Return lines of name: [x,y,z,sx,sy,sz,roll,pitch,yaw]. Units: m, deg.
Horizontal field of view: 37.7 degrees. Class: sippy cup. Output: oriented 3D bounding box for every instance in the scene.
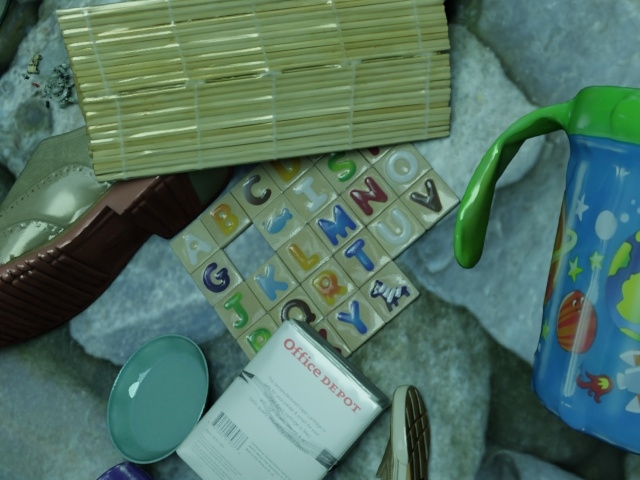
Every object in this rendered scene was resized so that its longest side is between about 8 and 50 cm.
sippy cup: [0.256,0.034,0.646,0.305,0.240,0.224,27,102,61]

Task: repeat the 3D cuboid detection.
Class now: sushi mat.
sushi mat: [-0.047,-0.138,0.784,0.316,0.019,0.152,-8,113,-5]

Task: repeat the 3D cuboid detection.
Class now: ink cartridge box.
ink cartridge box: [-0.029,0.156,0.789,0.109,0.063,0.150,42,95,15]

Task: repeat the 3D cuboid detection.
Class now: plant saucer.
plant saucer: [-0.142,0.144,0.846,0.119,0.021,0.119,-17,58,28]

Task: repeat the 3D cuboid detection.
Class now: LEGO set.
LEGO set: [-0.281,-0.165,0.974,0.083,0.023,0.054,16,85,22]

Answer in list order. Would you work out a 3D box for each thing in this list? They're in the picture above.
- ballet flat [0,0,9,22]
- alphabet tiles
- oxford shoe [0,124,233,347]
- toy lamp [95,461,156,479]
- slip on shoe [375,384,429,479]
ballet flat: [-0.360,-0.321,1.010,0.072,0.068,0.213,17,85,22]
alphabet tiles: [0.000,0.000,0.847,0.237,0.009,0.198,-41,69,8]
oxford shoe: [-0.251,-0.016,0.889,0.348,0.123,0.130,-35,66,-1]
toy lamp: [-0.101,0.304,0.783,0.080,0.080,0.275,-46,67,6]
slip on shoe: [0.064,0.187,0.767,0.041,0.051,0.135,-8,82,30]
